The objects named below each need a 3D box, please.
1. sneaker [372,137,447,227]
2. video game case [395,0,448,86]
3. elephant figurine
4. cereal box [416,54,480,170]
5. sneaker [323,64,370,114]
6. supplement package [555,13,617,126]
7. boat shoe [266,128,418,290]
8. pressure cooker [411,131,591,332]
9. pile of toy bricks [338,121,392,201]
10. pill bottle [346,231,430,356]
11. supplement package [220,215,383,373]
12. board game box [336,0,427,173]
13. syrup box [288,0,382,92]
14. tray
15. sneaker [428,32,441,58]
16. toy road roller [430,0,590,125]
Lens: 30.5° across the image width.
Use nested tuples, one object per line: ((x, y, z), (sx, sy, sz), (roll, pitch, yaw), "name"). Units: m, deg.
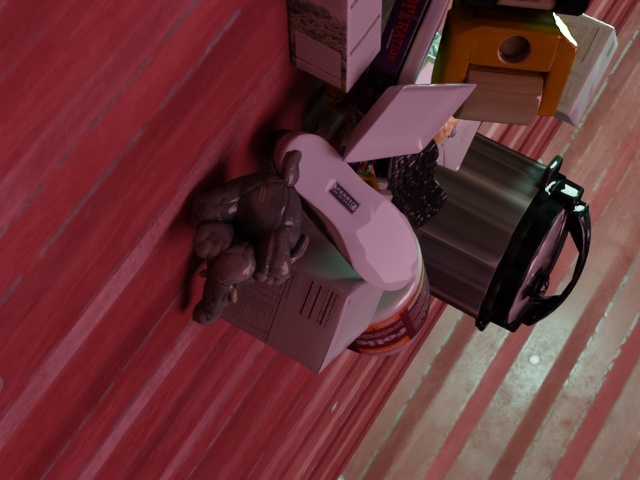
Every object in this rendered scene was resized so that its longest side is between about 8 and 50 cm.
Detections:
((0.125, -0.124, 1.966), (0.107, 0.124, 0.283), (-41, 155, -9), "sneaker")
((0.154, -0.292, 1.824), (0.285, 0.025, 0.204), (101, 12, -82), "video game case")
((-0.104, 0.004, 1.618), (0.239, 0.186, 0.169), (100, -22, -75), "elephant figurine")
((0.193, -0.234, 2.079), (0.240, 0.047, 0.173), (15, 104, -42), "cereal box")
((0.036, -0.240, 1.739), (0.067, 0.064, 0.175), (-61, 165, -17), "sneaker")
((0.448, -0.387, 2.425), (0.198, 0.263, 0.199), (-64, 165, 6), "supplement package")
((0.028, -0.047, 1.704), (0.108, 0.301, 0.102), (-48, -153, -5), "boat shoe")
((0.359, -0.013, 2.501), (0.375, 0.420, 0.370), (-59, 164, -11), "pressure cooker")
((0.033, -0.103, 1.893), (0.212, 0.105, 0.118), (-106, -153, -48), "pile of toy bricks")
((0.090, 0.089, 2.187), (0.224, 0.224, 0.392), (-59, 164, -10), "pill bottle")
((-0.026, 0.066, 1.815), (0.194, 0.203, 0.149), (-34, 149, -58), "supplement package")
((0.105, -0.270, 1.748), (0.208, 0.056, 0.346), (-71, -178, -52), "board game box")
((0.020, -0.309, 1.515), (0.096, 0.093, 0.237), (-54, 163, -25), "syrup box")
((0.127, -0.181, 1.703), (0.145, 0.030, 0.270), (-49, 164, 25), "tray")
((0.197, -0.315, 2.101), (0.161, 0.075, 0.057), (-49, 161, -38), "sneaker")
((0.300, -0.375, 1.919), (0.240, 0.203, 0.329), (-96, -166, -52), "toy road roller")
